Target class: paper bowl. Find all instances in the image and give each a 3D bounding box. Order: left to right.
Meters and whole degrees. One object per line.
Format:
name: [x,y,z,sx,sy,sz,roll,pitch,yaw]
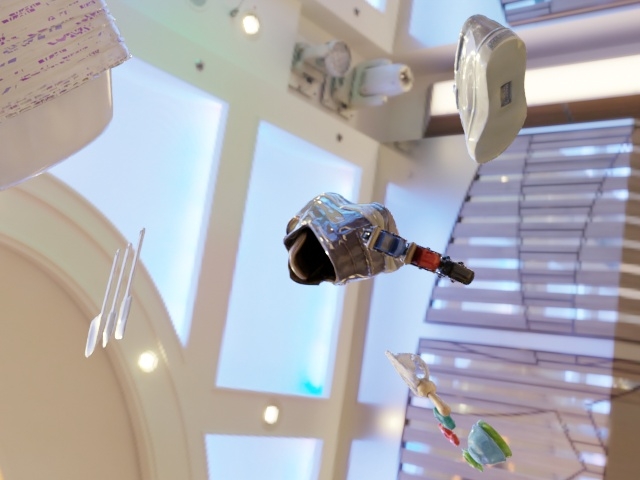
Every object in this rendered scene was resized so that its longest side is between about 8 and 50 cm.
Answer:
paper bowl: [-0.318,-0.135,0.735,0.284,0.284,0.148,-44,-61,-40]

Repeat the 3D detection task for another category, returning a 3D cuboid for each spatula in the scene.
spatula: [-0.404,0.101,1.509,0.019,0.168,0.242,22,-124,-29]

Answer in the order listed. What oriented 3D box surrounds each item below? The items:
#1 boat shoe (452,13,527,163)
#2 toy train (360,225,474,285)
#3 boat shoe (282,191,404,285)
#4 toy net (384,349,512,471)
boat shoe: [0.206,-0.189,0.955,0.079,0.081,0.227,-28,-31,-9]
toy train: [0.105,0.018,0.798,0.158,0.036,0.027,21,-85,-35]
boat shoe: [0.000,0.000,1.216,0.130,0.355,0.132,-21,-83,-19]
toy net: [0.187,0.248,1.155,0.045,0.122,0.232,-39,-101,-11]
